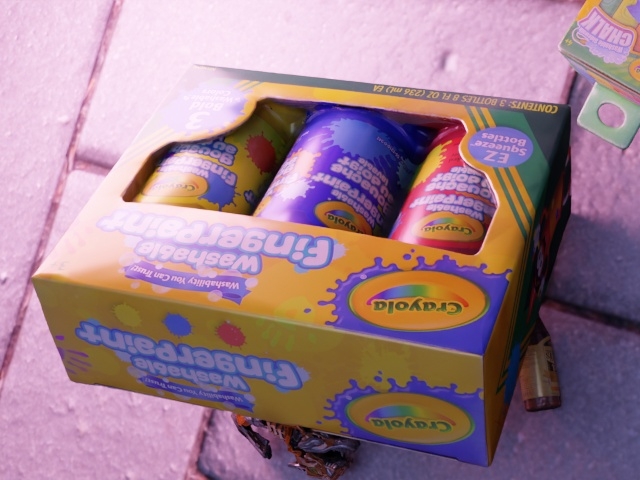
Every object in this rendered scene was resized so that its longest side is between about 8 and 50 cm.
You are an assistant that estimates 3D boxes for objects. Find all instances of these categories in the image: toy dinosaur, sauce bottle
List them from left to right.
[{"bbox_3d":[-0.065,0.126,1.437,0.322,0.164,0.218,37,115,9],"label":"toy dinosaur"},{"bbox_3d":[0.230,0.119,1.331,0.042,0.042,0.128,-13,76,26],"label":"sauce bottle"}]

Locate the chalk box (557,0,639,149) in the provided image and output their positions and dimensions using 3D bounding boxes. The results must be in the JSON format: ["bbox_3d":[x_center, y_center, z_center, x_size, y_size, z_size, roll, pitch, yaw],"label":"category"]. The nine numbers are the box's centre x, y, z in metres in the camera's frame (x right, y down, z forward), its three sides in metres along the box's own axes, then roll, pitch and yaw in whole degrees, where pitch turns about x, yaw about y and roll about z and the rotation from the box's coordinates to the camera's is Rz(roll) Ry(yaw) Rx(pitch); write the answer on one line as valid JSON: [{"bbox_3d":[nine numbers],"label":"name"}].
[{"bbox_3d":[0.344,-0.201,1.280,0.132,0.132,0.213,35,98,29],"label":"chalk box"}]

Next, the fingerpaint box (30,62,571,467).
[{"bbox_3d":[0.000,0.000,1.258,0.444,0.163,0.371,9,45,20],"label":"fingerpaint box"}]
